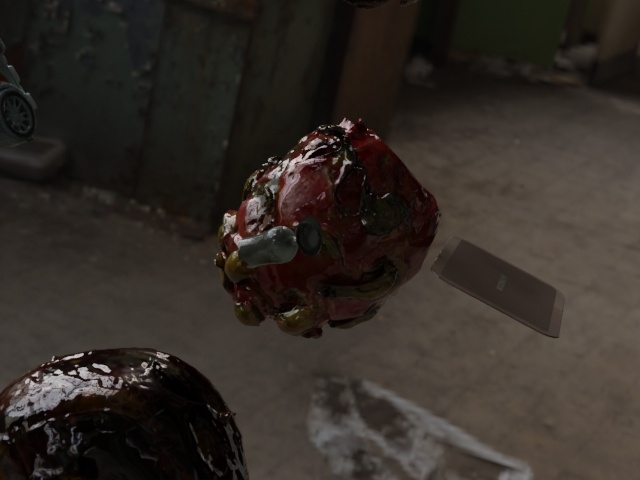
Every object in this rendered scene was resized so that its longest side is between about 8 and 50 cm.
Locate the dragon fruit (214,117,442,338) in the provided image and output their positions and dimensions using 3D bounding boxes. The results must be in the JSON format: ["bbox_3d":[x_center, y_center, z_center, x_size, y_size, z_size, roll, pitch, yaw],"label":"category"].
[{"bbox_3d":[0.000,0.000,1.737,0.250,0.291,0.269,54,-5,-7],"label":"dragon fruit"}]

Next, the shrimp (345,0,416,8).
[{"bbox_3d":[0.053,-0.226,1.109,0.073,0.074,0.190,-20,6,-36],"label":"shrimp"}]

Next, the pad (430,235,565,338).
[{"bbox_3d":[0.232,0.055,1.731,0.176,0.002,0.266,29,15,5],"label":"pad"}]

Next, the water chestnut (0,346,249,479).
[{"bbox_3d":[-0.227,0.267,1.501,0.335,0.335,0.347,11,20,-4],"label":"water chestnut"}]

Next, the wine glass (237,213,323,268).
[{"bbox_3d":[-0.039,0.003,1.275,0.083,0.042,0.039,-14,-25,41],"label":"wine glass"}]

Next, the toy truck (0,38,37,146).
[{"bbox_3d":[-0.394,-0.108,1.186,0.136,0.162,0.305,-17,16,28],"label":"toy truck"}]
